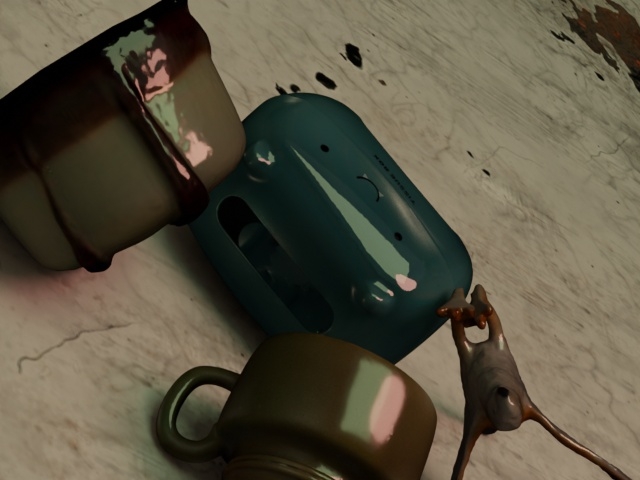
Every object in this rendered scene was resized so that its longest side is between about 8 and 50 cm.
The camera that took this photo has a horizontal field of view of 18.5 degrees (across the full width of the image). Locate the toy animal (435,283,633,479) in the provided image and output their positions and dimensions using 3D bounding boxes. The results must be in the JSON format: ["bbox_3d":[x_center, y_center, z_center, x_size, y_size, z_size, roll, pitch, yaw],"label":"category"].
[{"bbox_3d":[0.188,0.151,1.963,0.284,0.225,0.302,-110,179,-59],"label":"toy animal"}]

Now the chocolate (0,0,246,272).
[{"bbox_3d":[-0.191,-0.079,1.782,0.186,0.284,0.283,58,25,-12],"label":"chocolate"}]

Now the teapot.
[{"bbox_3d":[-0.020,0.195,1.734,0.268,0.185,0.175,19,58,10],"label":"teapot"}]

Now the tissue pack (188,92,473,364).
[{"bbox_3d":[0.000,0.000,1.971,0.287,0.198,0.206,53,27,8],"label":"tissue pack"}]
